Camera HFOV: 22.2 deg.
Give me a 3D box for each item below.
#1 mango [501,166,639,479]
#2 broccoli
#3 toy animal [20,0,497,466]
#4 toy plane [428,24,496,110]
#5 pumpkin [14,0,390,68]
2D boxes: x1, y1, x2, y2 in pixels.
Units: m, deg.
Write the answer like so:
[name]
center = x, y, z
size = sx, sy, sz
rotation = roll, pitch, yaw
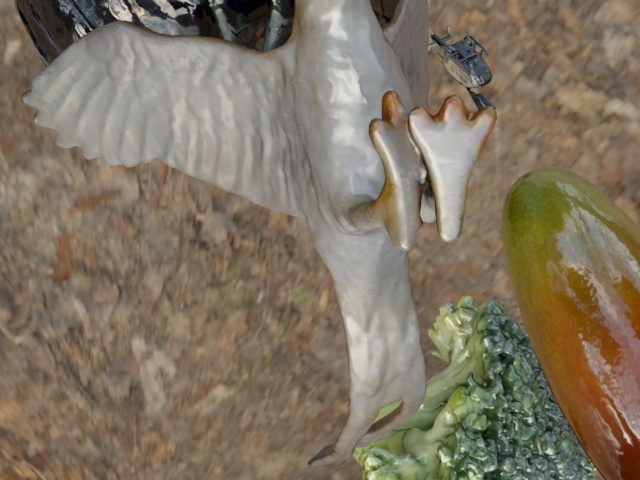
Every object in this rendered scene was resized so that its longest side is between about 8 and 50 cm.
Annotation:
[mango]
center = 0.221, 0.069, 1.219
size = 0.146, 0.129, 0.289
rotation = -19, 72, -45
[broccoli]
center = 0.149, 0.239, 1.860
size = 0.293, 0.281, 0.347
rotation = -8, 94, -46
[toy animal]
center = 0.006, -0.002, 0.818
size = 0.225, 0.302, 0.284
rotation = -19, 95, -15
[toy plane]
center = 0.124, -0.165, 1.487
size = 0.031, 0.049, 0.120
rotation = -25, 49, -15
[pumpkin]
center = -0.093, -0.246, 1.426
size = 0.363, 0.363, 0.266
rotation = -19, 75, -10
